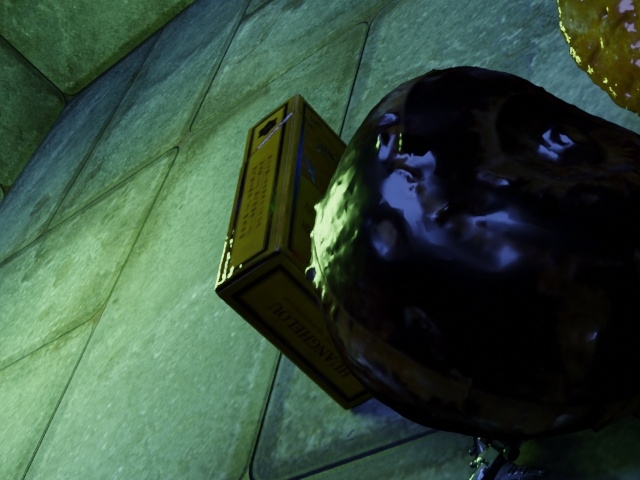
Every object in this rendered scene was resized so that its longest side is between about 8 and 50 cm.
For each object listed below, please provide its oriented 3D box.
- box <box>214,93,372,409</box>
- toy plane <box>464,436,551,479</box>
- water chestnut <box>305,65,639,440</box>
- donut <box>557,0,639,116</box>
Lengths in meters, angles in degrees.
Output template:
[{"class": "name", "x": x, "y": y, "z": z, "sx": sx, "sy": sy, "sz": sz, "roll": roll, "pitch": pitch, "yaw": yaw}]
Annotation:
[{"class": "box", "x": 0.000, "y": 0.000, "z": 0.975, "sx": 0.084, "sy": 0.193, "sz": 0.301, "roll": -32, "pitch": 29, "yaw": 23}, {"class": "toy plane", "x": 0.135, "y": 0.168, "z": 0.714, "sx": 0.083, "sy": 0.031, "sz": 0.078, "roll": -47, "pitch": 38, "yaw": -9}, {"class": "water chestnut", "x": 0.132, "y": 0.027, "z": 0.687, "sx": 0.300, "sy": 0.300, "sz": 0.300, "roll": -35, "pitch": 27, "yaw": 21}, {"class": "donut", "x": 0.349, "y": -0.245, "z": 0.788, "sx": 0.303, "sy": 0.110, "sz": 0.303, "roll": -5, "pitch": 83, "yaw": 51}]
